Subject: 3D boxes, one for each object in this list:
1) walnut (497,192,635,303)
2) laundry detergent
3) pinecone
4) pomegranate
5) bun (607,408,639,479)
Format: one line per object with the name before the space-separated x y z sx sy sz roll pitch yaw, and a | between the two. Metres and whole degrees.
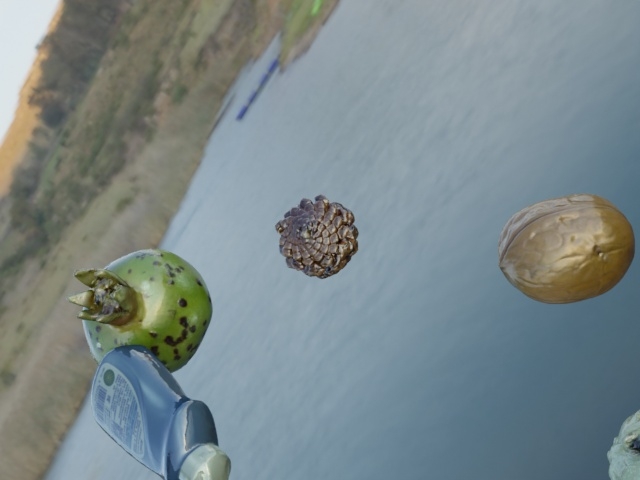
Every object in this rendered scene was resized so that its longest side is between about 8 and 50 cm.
walnut | 0.372 0.014 1.428 0.207 0.167 0.167 -14 17 1
laundry detergent | -0.223 0.271 1.362 0.290 0.094 0.143 31 109 40
pinecone | 0.000 0.000 1.807 0.173 0.174 0.173 -55 12 18
pomegranate | -0.321 0.131 1.574 0.286 0.231 0.231 -4 -44 -56
bun | 0.482 0.299 1.263 0.221 0.108 0.221 -32 22 15
